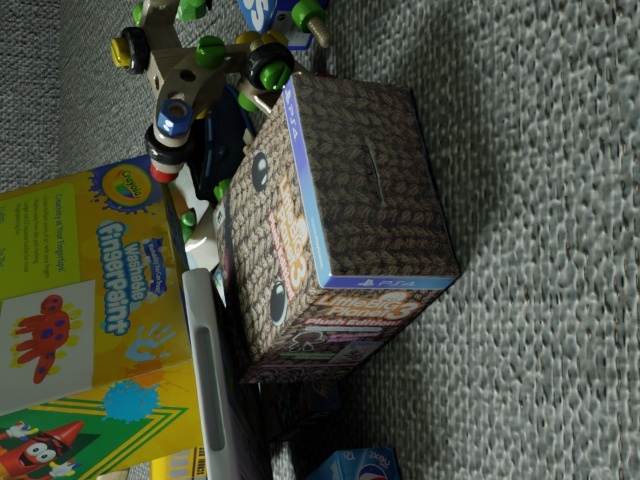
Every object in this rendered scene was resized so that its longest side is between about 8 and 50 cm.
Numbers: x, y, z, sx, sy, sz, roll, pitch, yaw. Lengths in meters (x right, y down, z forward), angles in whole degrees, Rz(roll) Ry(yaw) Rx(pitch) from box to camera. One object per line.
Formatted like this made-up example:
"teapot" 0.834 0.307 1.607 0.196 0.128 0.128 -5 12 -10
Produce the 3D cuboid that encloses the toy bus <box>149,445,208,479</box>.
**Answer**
"toy bus" -0.182 0.316 1.404 0.333 0.130 0.108 103 159 -53

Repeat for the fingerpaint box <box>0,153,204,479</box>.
"fingerpaint box" -0.352 0.108 1.285 0.445 0.371 0.163 -112 7 -50

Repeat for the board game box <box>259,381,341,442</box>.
"board game box" -0.041 0.127 1.274 0.165 0.042 0.243 133 133 -57

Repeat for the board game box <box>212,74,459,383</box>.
"board game box" 0.000 0.000 1.072 0.291 0.141 0.232 128 137 -53

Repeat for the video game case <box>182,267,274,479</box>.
"video game case" -0.099 0.238 1.165 0.329 0.036 0.300 76 -179 -59

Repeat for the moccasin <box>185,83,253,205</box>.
"moccasin" -0.180 -0.168 1.505 0.342 0.116 0.138 -126 44 -53

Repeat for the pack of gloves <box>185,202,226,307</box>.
"pack of gloves" -0.180 0.093 1.462 0.195 0.046 0.232 53 126 25

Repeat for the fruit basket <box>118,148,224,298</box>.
"fruit basket" -0.264 0.039 1.624 0.327 0.165 0.353 -58 46 36

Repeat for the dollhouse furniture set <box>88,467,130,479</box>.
"dollhouse furniture set" -0.290 0.394 1.620 0.302 0.197 0.151 114 149 -41

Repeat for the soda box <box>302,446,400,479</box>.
"soda box" 0.016 0.303 1.103 0.210 0.071 0.067 127 137 -52

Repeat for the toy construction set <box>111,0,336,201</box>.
"toy construction set" -0.127 -0.191 1.230 0.237 0.257 0.309 57 172 27

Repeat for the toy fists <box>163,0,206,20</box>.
"toy fists" -0.249 -0.513 1.710 0.279 0.096 0.142 -117 27 -44

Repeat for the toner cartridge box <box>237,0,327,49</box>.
"toner cartridge box" -0.083 -0.436 1.309 0.348 0.075 0.165 66 146 31
